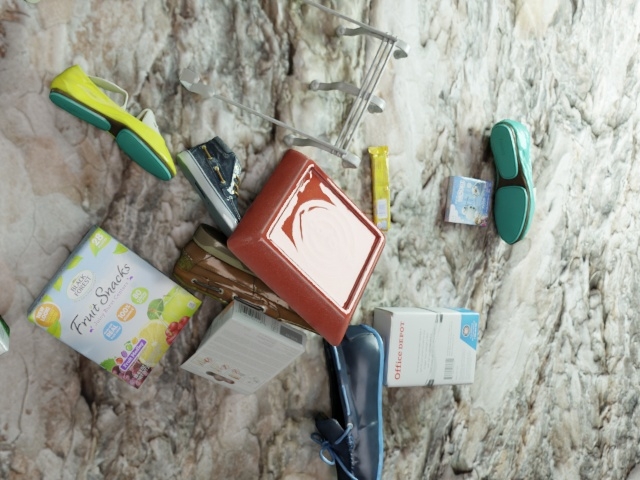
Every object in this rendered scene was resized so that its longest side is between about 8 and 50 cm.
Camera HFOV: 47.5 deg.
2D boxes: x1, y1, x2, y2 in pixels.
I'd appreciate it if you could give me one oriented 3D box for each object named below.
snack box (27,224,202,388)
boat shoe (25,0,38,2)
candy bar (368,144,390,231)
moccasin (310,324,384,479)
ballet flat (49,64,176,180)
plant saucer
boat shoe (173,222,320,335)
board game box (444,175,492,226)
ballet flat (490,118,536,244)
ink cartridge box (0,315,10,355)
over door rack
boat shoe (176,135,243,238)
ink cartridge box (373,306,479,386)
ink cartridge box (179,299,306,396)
[{"bbox_3d":[-0.325,0.105,1.153,0.207,0.070,0.175,38,81,-20],"label":"snack box"},{"bbox_3d":[-0.429,-0.418,1.076,0.048,0.042,0.133,-2,97,-48],"label":"boat shoe"},{"bbox_3d":[0.111,-0.094,1.345,0.040,0.018,0.162,-5,97,-19],"label":"candy bar"},{"bbox_3d":[0.039,0.324,1.311,0.116,0.137,0.342,4,80,-19],"label":"moccasin"},{"bbox_3d":[-0.308,-0.189,1.134,0.231,0.077,0.077,37,64,-20],"label":"ballet flat"},{"bbox_3d":[0.000,0.000,1.221,0.258,0.047,0.259,45,46,-18],"label":"plant saucer"},{"bbox_3d":[-0.103,0.090,1.234,0.307,0.111,0.104,33,99,-15],"label":"boat shoe"},{"bbox_3d":[0.289,-0.077,1.421,0.090,0.020,0.090,5,92,-23],"label":"board game box"},{"bbox_3d":[0.390,-0.118,1.431,0.087,0.083,0.248,-17,104,-38],"label":"ballet flat"},{"bbox_3d":[-0.534,0.080,1.018,0.086,0.153,0.209,-34,106,-15],"label":"ink cartridge box"},{"bbox_3d":[-0.039,-0.293,1.227,0.324,0.108,0.240,25,83,-9],"label":"over door rack"},{"bbox_3d":[-0.153,-0.085,1.186,0.083,0.065,0.183,-32,83,-19],"label":"boat shoe"},{"bbox_3d":[0.196,0.199,1.374,0.190,0.082,0.140,3,93,-22],"label":"ink cartridge box"},{"bbox_3d":[-0.130,0.185,1.220,0.145,0.179,0.045,28,43,-23],"label":"ink cartridge box"}]
